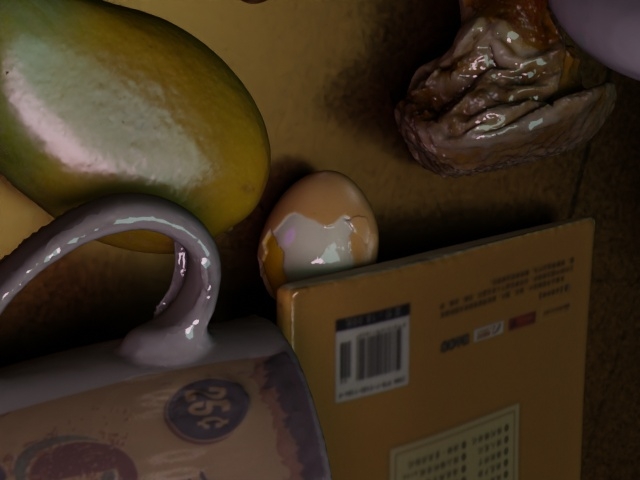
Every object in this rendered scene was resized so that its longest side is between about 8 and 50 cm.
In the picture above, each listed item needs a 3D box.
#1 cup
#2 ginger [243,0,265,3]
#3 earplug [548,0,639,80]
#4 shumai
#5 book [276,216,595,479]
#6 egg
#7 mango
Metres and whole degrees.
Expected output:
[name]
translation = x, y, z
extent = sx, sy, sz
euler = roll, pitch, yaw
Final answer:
[cup]
translation = -0.137, 0.125, 1.051
extent = 0.257, 0.227, 0.301
euler = -5, 107, -20
[ginger]
translation = -0.017, -0.304, 0.996
extent = 0.254, 0.176, 0.418
euler = -23, 136, -34
[earplug]
translation = 0.200, -0.240, 1.111
extent = 0.214, 0.175, 0.325
euler = -22, 78, 14
[shumai]
translation = 0.105, -0.102, 1.194
extent = 0.146, 0.145, 0.116
euler = -15, 86, -23
[book]
translation = 0.072, 0.190, 1.231
extent = 0.269, 0.032, 0.388
euler = -11, 109, -42
[egg]
translation = 0.000, 0.000, 1.176
extent = 0.071, 0.071, 0.083
euler = 3, 98, -27
[mango]
translation = -0.116, -0.070, 1.091
extent = 0.195, 0.092, 0.130
euler = 44, 82, -23
